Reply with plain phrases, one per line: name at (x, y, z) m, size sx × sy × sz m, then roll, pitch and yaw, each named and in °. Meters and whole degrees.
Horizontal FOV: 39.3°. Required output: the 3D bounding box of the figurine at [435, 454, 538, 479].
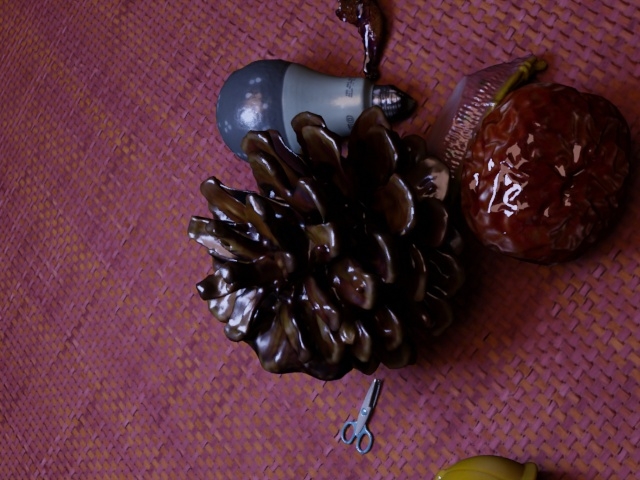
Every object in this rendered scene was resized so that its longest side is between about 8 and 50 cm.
figurine at (0.232, 0.404, 1.148) m, size 0.192 × 0.167 × 0.256 m, roll -47°, pitch 57°, yaw 52°

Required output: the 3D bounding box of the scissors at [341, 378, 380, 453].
scissors at (0.068, 0.268, 1.387) m, size 0.058 × 0.014 × 0.119 m, roll 24°, pitch 100°, yaw 35°

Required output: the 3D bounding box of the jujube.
jujube at (0.296, -0.083, 1.169) m, size 0.213 × 0.213 × 0.232 m, roll 17°, pitch 89°, yaw 36°

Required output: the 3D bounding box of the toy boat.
toy boat at (0.208, -0.142, 1.310) m, size 0.317 × 0.099 × 0.141 m, roll -60°, pitch 14°, yaw 12°

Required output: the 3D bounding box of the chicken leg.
chicken leg at (0.067, -0.365, 1.475) m, size 0.093 × 0.053 × 0.205 m, roll -49°, pitch 48°, yaw 46°

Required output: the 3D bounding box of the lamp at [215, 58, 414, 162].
lamp at (-0.026, -0.214, 1.431) m, size 0.314 × 0.182 × 0.181 m, roll -6°, pitch 79°, yaw 35°

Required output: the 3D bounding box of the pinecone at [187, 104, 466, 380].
pinecone at (0.000, 0.000, 1.246) m, size 0.398 × 0.398 × 0.397 m, roll -7°, pitch 78°, yaw 35°
